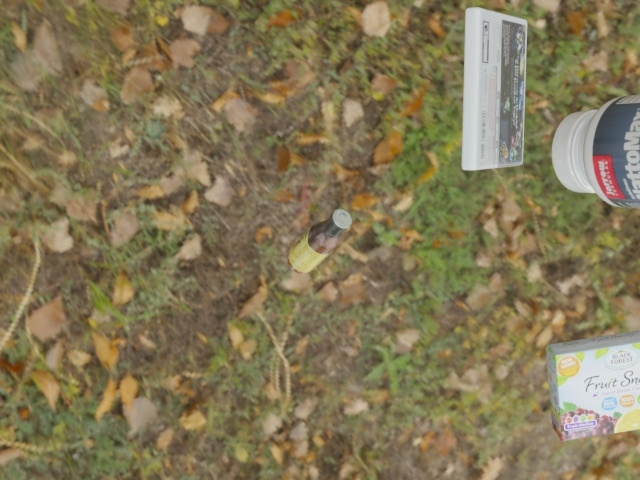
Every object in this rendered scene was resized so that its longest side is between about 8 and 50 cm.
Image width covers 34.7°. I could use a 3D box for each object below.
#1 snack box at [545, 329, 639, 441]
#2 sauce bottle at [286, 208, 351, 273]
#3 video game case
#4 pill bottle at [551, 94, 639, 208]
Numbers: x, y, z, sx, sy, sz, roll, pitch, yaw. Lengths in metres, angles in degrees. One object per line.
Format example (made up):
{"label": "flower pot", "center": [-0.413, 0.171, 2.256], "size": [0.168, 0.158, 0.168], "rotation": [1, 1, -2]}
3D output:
{"label": "snack box", "center": [0.315, 0.151, 1.083], "size": [0.141, 0.037, 0.100], "rotation": [-9, 104, -3]}
{"label": "sauce bottle", "center": [0.000, 0.000, 1.260], "size": [0.042, 0.042, 0.128], "rotation": [-1, 155, -30]}
{"label": "video game case", "center": [0.217, -0.185, 1.272], "size": [0.173, 0.022, 0.190], "rotation": [-11, 103, -59]}
{"label": "pill bottle", "center": [0.307, -0.082, 0.945], "size": [0.108, 0.180, 0.108], "rotation": [-2, 94, -34]}
